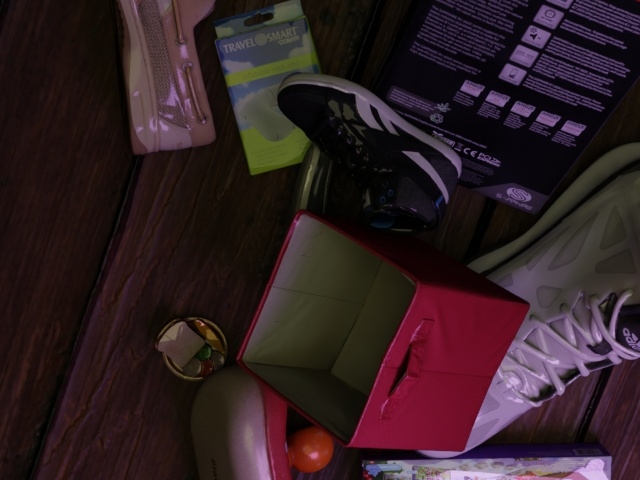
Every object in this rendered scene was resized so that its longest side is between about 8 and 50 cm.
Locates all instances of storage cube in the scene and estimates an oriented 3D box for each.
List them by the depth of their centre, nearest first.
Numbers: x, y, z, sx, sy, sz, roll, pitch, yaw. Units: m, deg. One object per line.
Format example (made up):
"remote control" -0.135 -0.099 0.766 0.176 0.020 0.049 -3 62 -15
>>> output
"storage cube" 0.065 0.095 1.266 0.193 0.215 0.183 13 104 -45

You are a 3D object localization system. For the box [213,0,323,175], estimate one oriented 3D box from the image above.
"box" -0.049 -0.173 1.362 0.109 0.042 0.178 -15 99 1

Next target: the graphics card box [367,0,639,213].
"graphics card box" 0.197 -0.196 1.224 0.233 0.094 0.371 21 142 -4

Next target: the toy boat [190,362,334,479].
"toy boat" -0.054 0.248 1.391 0.151 0.151 0.231 -14 100 -30

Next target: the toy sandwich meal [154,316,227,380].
"toy sandwich meal" -0.149 0.126 1.409 0.085 0.029 0.085 0 98 -1

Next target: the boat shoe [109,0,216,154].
"boat shoe" -0.171 -0.264 1.309 0.110 0.121 0.341 -7 113 -11

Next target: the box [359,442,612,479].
"box" 0.193 0.345 1.435 0.293 0.057 0.201 0 98 -1

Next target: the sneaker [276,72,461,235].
"sneaker" 0.043 -0.083 1.258 0.217 0.079 0.121 27 53 -9

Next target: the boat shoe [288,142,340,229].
"boat shoe" 0.000 0.000 1.361 0.079 0.084 0.233 3 113 -5

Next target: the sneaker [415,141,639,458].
"sneaker" 0.260 0.090 1.287 0.169 0.257 0.447 41 96 -18
